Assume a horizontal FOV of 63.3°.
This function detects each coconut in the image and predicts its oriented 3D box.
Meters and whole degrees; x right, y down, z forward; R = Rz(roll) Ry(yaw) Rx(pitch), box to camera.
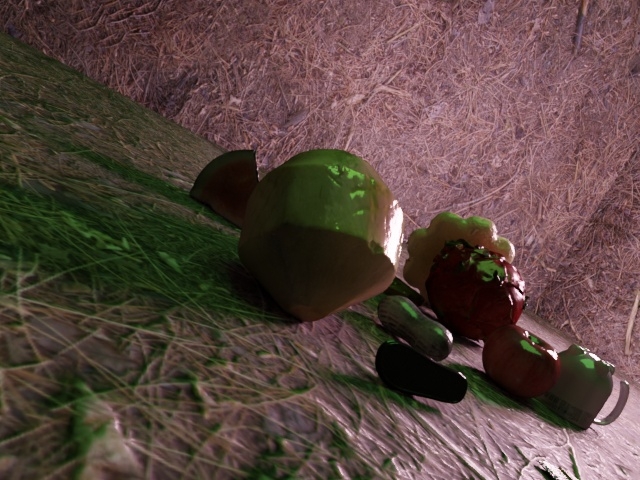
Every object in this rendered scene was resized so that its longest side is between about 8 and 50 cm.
[{"bbox_3d":[0.000,0.000,0.793,0.259,0.259,0.259,29,8,-5],"label":"coconut"}]

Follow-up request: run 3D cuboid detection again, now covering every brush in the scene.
[{"bbox_3d":[0.399,0.361,0.721,0.218,0.010,0.082,28,8,-21],"label":"brush"}]

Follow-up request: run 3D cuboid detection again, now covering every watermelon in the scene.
[{"bbox_3d":[-0.160,-0.107,1.163,0.202,0.207,0.136,46,37,5],"label":"watermelon"}]

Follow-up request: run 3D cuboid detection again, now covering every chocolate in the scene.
[{"bbox_3d":[0.170,0.158,0.956,0.167,0.072,0.072,39,12,36],"label":"chocolate"}]

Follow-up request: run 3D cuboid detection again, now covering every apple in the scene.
[{"bbox_3d":[0.398,0.245,1.042,0.153,0.120,0.153,28,14,-8],"label":"apple"}]

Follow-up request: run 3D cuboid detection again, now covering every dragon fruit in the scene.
[{"bbox_3d":[0.399,0.134,1.307,0.299,0.244,0.244,45,4,-15],"label":"dragon fruit"}]

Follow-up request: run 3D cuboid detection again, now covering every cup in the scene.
[{"bbox_3d":[0.568,0.315,1.112,0.173,0.142,0.134,34,9,25],"label":"cup"}]

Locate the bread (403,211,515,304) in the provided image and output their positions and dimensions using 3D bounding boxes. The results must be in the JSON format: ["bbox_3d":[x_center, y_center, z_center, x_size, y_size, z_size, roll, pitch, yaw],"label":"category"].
[{"bbox_3d":[0.378,0.067,1.443,0.316,0.316,0.054,28,26,-9],"label":"bread"}]

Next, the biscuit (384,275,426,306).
[{"bbox_3d":[0.183,0.112,1.393,0.215,0.034,0.182,22,11,-42],"label":"biscuit"}]

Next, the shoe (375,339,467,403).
[{"bbox_3d":[0.134,0.184,0.727,0.159,0.062,0.053,26,-4,-19],"label":"shoe"}]
